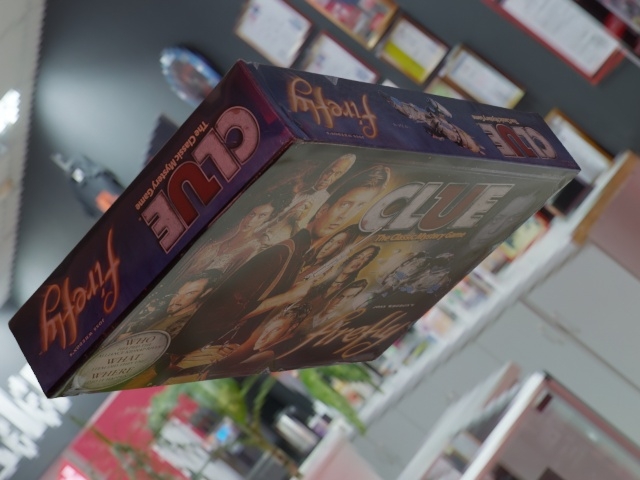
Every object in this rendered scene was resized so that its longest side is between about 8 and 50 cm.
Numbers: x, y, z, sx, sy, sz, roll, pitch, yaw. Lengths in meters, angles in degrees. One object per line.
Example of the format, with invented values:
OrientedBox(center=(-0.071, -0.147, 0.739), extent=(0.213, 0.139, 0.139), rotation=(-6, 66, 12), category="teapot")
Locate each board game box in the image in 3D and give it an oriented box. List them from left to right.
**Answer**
OrientedBox(center=(0.000, 0.000, 0.608), extent=(0.165, 0.042, 0.243), rotation=(-45, -25, 27), category="board game box")
